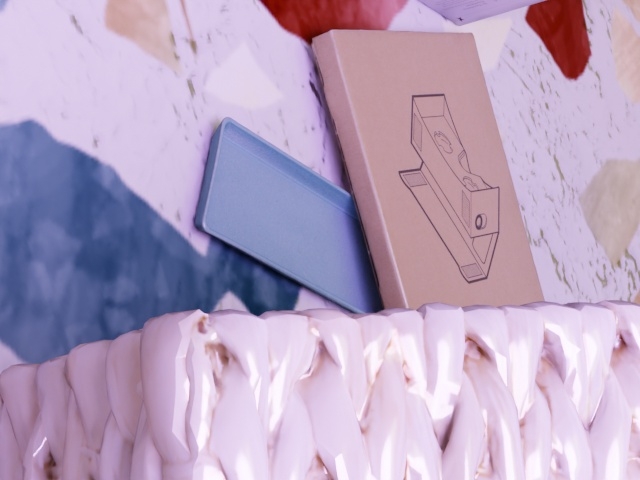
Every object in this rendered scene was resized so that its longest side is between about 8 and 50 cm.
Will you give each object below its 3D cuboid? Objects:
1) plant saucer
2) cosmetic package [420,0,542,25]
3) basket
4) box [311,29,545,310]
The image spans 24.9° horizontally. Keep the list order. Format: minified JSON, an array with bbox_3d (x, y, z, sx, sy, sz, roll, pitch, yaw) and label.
[{"bbox_3d":[0.000,0.000,0.827,0.192,0.018,0.067,31,60,-43],"label":"plant saucer"},{"bbox_3d":[0.152,-0.200,0.876,0.099,0.239,0.060,24,64,-45],"label":"cosmetic package"},{"bbox_3d":[0.009,0.190,0.521,0.266,0.328,0.331,5,77,-30],"label":"basket"},{"bbox_3d":[0.073,-0.032,0.896,0.164,0.021,0.201,-10,84,-53],"label":"box"}]
